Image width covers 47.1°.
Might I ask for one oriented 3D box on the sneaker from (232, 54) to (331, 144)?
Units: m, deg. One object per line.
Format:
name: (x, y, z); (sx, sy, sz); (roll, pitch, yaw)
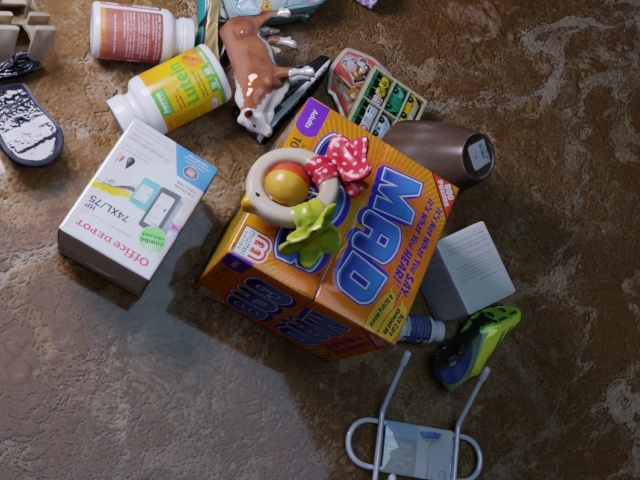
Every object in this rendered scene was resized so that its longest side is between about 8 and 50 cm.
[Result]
sneaker: (-0.090, -0.364, 1.725); (0.124, 0.107, 0.283); (41, 66, 0)

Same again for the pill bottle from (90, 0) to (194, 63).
pill bottle: (-0.393, -0.454, 1.619); (0.216, 0.121, 0.121); (1, 76, -20)

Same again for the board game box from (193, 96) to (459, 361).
board game box: (0.000, 0.000, 1.522); (0.356, 0.356, 0.357); (30, 68, -10)

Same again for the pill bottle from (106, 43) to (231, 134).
pill bottle: (-0.329, -0.312, 1.589); (0.245, 0.136, 0.136); (-30, 88, -12)

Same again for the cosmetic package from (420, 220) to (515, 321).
cosmetic package: (0.330, 0.077, 1.742); (0.151, 0.151, 0.184); (-23, 86, -25)

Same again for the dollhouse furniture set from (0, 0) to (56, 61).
dollhouse furniture set: (-0.698, -0.451, 1.498); (0.242, 0.161, 0.212); (-13, 65, -40)

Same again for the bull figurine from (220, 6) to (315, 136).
bull figurine: (-0.124, -0.383, 1.638); (0.188, 0.101, 0.311); (-16, 70, -8)

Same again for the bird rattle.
bird rattle: (-0.025, -0.096, 1.281); (0.206, 0.143, 0.254); (19, 66, 4)

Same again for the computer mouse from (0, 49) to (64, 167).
computer mouse: (-0.620, -0.254, 1.516); (0.188, 0.072, 0.272); (-28, 75, -23)

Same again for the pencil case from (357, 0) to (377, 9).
pencil case: (0.074, -0.680, 1.879); (0.206, 0.086, 0.088); (34, 44, -11)

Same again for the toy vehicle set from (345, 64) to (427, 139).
toy vehicle set: (0.141, -0.274, 1.802); (0.165, 0.035, 0.267); (30, 74, -16)

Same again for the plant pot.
plant pot: (0.286, -0.188, 1.717); (0.215, 0.230, 0.216); (0, 91, -35)

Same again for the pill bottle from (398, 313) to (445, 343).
pill bottle: (0.227, 0.208, 1.715); (0.120, 0.067, 0.067); (8, 74, -19)

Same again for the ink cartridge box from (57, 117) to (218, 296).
ink cartridge box: (-0.372, -0.059, 1.483); (0.198, 0.197, 0.270); (31, 68, -10)

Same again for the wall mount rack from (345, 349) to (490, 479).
wall mount rack: (0.242, 0.419, 1.633); (0.349, 0.130, 0.304); (14, 72, -18)

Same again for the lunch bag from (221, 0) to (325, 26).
lunch bag: (-0.122, -0.631, 1.774); (0.279, 0.108, 0.224); (-20, 84, -24)

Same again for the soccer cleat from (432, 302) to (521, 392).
soccer cleat: (0.378, 0.254, 1.765); (0.289, 0.093, 0.121); (-32, 120, -29)

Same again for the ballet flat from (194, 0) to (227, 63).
ballet flat: (-0.255, -0.498, 1.715); (0.073, 0.080, 0.233); (9, 82, -29)

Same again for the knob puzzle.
knob puzzle: (0.102, -0.398, 1.843); (0.213, 0.030, 0.213); (5, 75, -19)
